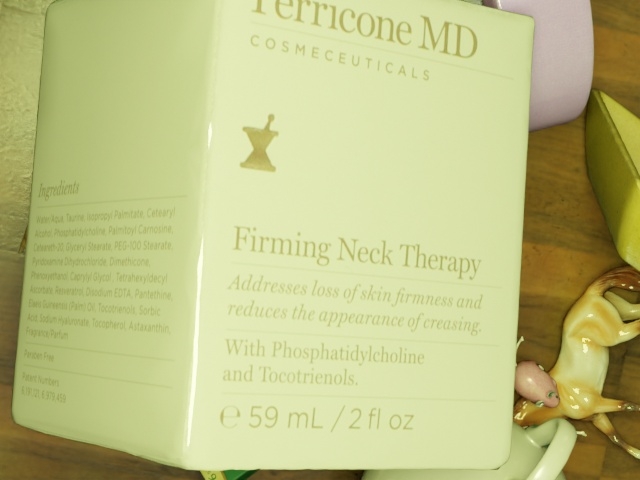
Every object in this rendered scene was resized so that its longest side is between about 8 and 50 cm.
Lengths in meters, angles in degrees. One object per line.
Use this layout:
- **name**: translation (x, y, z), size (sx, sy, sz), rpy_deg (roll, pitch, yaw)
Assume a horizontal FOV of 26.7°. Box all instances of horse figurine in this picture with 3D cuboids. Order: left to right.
- **horse figurine**: translation (0.318, 0.135, 1.494), size (0.174, 0.066, 0.263), rpy_deg (18, 102, 11)

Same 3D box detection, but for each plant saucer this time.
- **plant saucer**: translation (0.405, 0.007, 1.393), size (0.333, 0.333, 0.081), rpy_deg (34, 111, -11)

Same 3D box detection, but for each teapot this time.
- **teapot**: translation (0.148, 0.307, 1.401), size (0.252, 0.187, 0.256), rpy_deg (-5, 105, 11)

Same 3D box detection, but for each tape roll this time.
- **tape roll**: translation (0.176, -0.240, 1.337), size (0.090, 0.275, 0.275), rpy_deg (-15, 98, -7)

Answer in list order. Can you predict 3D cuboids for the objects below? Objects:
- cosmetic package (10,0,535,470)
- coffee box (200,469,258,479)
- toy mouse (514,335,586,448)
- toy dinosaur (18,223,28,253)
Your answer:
- **cosmetic package**: translation (-0.047, -0.013, 1.185), size (0.329, 0.327, 0.394), rpy_deg (6, 86, -35)
- **coffee box**: translation (-0.065, 0.172, 1.424), size (0.184, 0.040, 0.113), rpy_deg (-36, 76, 7)
- **toy mouse**: translation (0.222, 0.192, 1.475), size (0.143, 0.031, 0.161), rpy_deg (23, 103, 10)
- **toy dinosaur**: translation (-0.233, -0.071, 1.396), size (0.211, 0.064, 0.112), rpy_deg (-20, 100, -6)
